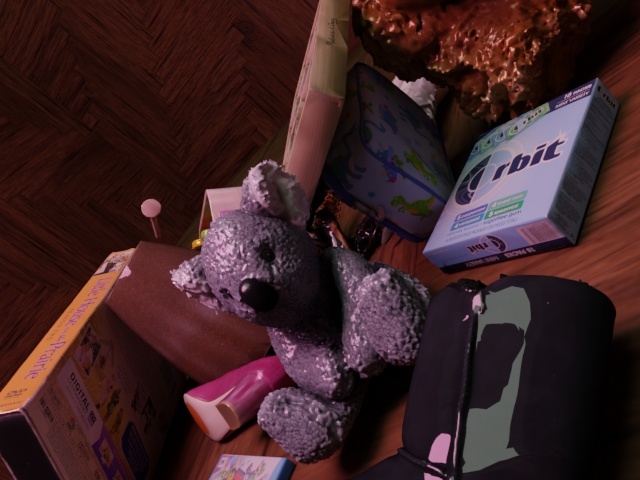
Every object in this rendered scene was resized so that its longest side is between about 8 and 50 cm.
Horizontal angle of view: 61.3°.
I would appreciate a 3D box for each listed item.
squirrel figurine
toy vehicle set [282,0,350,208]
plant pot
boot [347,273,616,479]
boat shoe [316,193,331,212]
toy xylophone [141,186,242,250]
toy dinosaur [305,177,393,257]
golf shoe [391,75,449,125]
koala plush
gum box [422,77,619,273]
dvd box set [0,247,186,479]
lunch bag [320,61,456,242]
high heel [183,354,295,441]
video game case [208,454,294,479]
[{"bbox_3d":[0.227,-0.342,0.610,0.281,0.370,0.397,-72,-12,-57],"label":"squirrel figurine"},{"bbox_3d":[-0.007,-0.166,0.631,0.267,0.035,0.166,-86,12,-46],"label":"toy vehicle set"},{"bbox_3d":[-0.201,0.102,0.842,0.215,0.230,0.215,-53,18,25],"label":"plant pot"},{"bbox_3d":[0.071,0.134,0.359,0.246,0.094,0.207,-24,33,42],"label":"boot"},{"bbox_3d":[0.021,-0.141,1.106,0.123,0.123,0.342,-24,-13,-41],"label":"boat shoe"},{"bbox_3d":[-0.168,-0.013,0.916,0.323,0.236,0.081,115,146,-73],"label":"toy xylophone"},{"bbox_3d":[0.000,0.000,0.773,0.218,0.164,0.322,-59,32,32],"label":"toy dinosaur"},{"bbox_3d":[0.148,-0.192,0.897,0.140,0.115,0.306,27,58,34],"label":"golf shoe"},{"bbox_3d":[-0.026,0.050,0.530,0.196,0.221,0.203,-53,3,18],"label":"koala plush"},{"bbox_3d":[0.200,-0.061,0.548,0.157,0.041,0.184,-23,31,58],"label":"gum box"},{"bbox_3d":[-0.326,0.239,0.848,0.062,0.308,0.420,-10,25,4],"label":"dvd box set"},{"bbox_3d":[0.087,-0.110,0.678,0.090,0.176,0.219,-43,30,34],"label":"lunch bag"},{"bbox_3d":[-0.111,0.207,0.747,0.117,0.082,0.244,-33,-6,-33],"label":"high heel"},{"bbox_3d":[-0.099,0.296,0.595,0.166,0.015,0.119,-27,27,52],"label":"video game case"}]
